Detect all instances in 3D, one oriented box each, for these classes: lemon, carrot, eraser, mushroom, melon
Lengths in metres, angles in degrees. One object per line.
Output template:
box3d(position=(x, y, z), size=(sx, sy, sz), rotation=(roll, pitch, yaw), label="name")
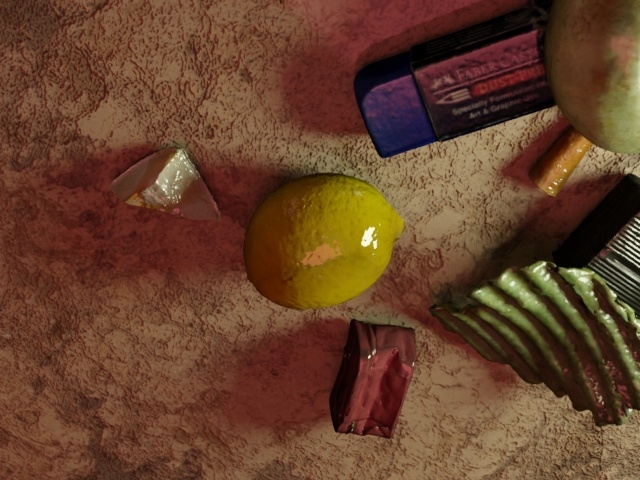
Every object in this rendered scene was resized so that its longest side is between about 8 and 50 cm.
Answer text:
box3d(position=(-0.004, 0.001, 1.711), size=(0.263, 0.236, 0.236), rotation=(-36, 115, -7), label="lemon")
box3d(position=(0.436, -0.169, 1.689), size=(0.061, 0.061, 0.209), rotation=(32, 112, -14), label="carrot")
box3d(position=(0.225, -0.255, 1.617), size=(0.332, 0.101, 0.155), rotation=(-17, 119, 14), label="eraser")
box3d(position=(0.481, -0.294, 1.463), size=(0.260, 0.352, 0.352), rotation=(17, 133, 45), label="mushroom")
box3d(position=(-0.260, -0.096, 1.749), size=(0.203, 0.093, 0.139), rotation=(17, 112, -12), label="melon")

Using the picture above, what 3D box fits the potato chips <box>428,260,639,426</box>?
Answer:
box3d(position=(0.400, 0.183, 1.770), size=(0.389, 0.097, 0.373), rotation=(34, 149, -8), label="potato chips")

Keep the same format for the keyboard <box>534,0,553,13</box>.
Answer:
box3d(position=(0.418, -0.444, 1.543), size=(0.230, 0.025, 0.093), rotation=(-34, 110, 21), label="keyboard")

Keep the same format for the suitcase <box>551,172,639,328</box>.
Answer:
box3d(position=(0.600, 0.064, 1.753), size=(0.335, 0.152, 0.229), rotation=(31, 117, -14), label="suitcase")

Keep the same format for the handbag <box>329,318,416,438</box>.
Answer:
box3d(position=(0.095, 0.262, 1.905), size=(0.136, 0.146, 0.225), rotation=(10, 120, -9), label="handbag")

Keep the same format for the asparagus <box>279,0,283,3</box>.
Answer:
box3d(position=(-0.072, -0.428, 1.586), size=(0.015, 0.014, 0.114), rotation=(8, 126, 39), label="asparagus")

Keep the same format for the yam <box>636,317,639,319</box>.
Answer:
box3d(position=(0.613, 0.216, 1.742), size=(0.029, 0.027, 0.234), rotation=(-36, 108, 24), label="yam")
